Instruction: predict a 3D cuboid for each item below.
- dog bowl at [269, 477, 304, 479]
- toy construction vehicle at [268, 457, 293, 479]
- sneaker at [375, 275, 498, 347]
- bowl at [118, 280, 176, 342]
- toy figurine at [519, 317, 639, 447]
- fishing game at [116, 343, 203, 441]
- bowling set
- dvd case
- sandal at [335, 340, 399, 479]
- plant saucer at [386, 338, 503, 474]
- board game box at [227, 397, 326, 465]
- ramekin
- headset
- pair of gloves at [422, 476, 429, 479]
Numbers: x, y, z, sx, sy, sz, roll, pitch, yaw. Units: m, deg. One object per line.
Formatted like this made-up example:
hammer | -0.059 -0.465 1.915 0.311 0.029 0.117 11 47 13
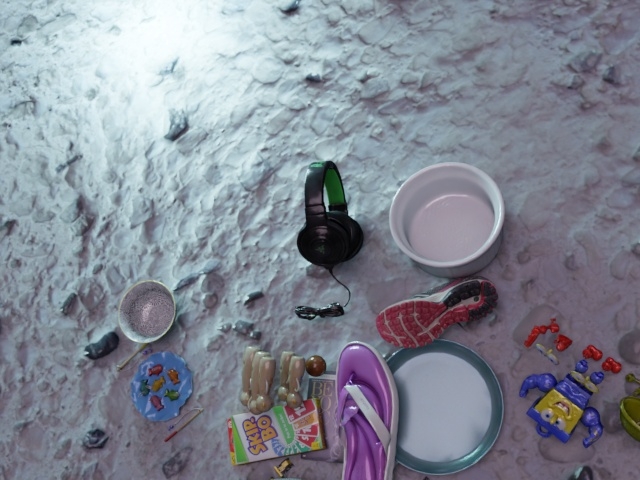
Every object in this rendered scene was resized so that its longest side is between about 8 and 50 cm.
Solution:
dog bowl | -0.068 0.718 1.823 0.349 0.102 0.348 3 71 -10
toy construction vehicle | -0.097 0.597 1.975 0.098 0.035 0.086 -40 67 2
sneaker | 0.280 0.171 1.948 0.299 0.112 0.121 -18 101 6
bowl | -0.452 0.200 2.177 0.170 0.080 0.170 -5 72 16
toy figurine | 0.582 0.374 1.814 0.362 0.191 0.217 37 117 16
fishing game | -0.425 0.387 2.136 0.189 0.041 0.264 -39 67 5
bowling set | -0.084 0.354 1.963 0.200 0.287 0.154 7 88 -11
dvd case | 0.041 0.436 1.992 0.164 0.018 0.221 1 74 18
sandal | 0.098 0.441 1.885 0.169 0.102 0.416 -14 73 32
plant saucer | 0.276 0.396 1.921 0.318 0.044 0.317 -5 72 15
board game box | -0.118 0.480 2.010 0.259 0.039 0.124 -16 68 20
ramekin | 0.317 -0.040 1.975 0.277 0.135 0.277 -7 64 15
headset | 0.000 0.000 2.029 0.185 0.243 0.394 -7 92 16
pair of gloves | 0.230 0.598 1.891 0.083 0.010 0.074 -15 70 11
